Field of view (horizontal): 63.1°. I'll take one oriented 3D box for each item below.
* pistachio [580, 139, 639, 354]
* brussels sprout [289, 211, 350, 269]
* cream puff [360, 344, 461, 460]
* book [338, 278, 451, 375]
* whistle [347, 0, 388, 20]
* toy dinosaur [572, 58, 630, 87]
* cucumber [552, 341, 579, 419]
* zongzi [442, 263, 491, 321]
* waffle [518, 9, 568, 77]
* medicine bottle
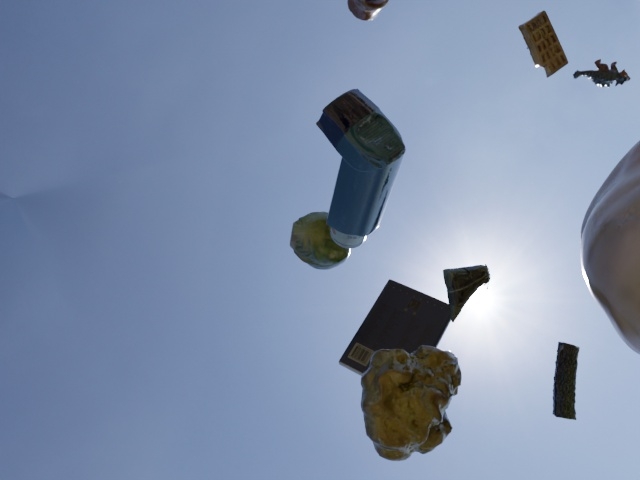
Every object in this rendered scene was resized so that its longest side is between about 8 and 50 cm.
[{"bbox_3d":[0.316,0.022,0.298,0.229,0.321,0.238,-8,-73,-37],"label":"pistachio"},{"bbox_3d":[0.000,0.001,1.237,0.155,0.155,0.118,44,-145,-26],"label":"brussels sprout"},{"bbox_3d":[0.122,0.202,0.661,0.146,0.116,0.146,48,-148,-45],"label":"cream puff"},{"bbox_3d":[0.192,0.234,1.285,0.269,0.190,0.025,-54,-27,-28],"label":"book"},{"bbox_3d":[0.071,-0.261,0.457,0.107,0.220,0.057,-13,-90,-12],"label":"whistle"},{"bbox_3d":[0.648,-0.381,1.200,0.154,0.049,0.055,-2,-113,-14],"label":"toy dinosaur"},{"bbox_3d":[0.606,0.345,1.291,0.058,0.058,0.187,19,-107,-30],"label":"cucumber"},{"bbox_3d":[0.334,0.116,1.165,0.109,0.055,0.119,-8,-89,-13],"label":"zongzi"},{"bbox_3d":[0.498,-0.435,1.162,0.092,0.021,0.135,-36,-77,-24],"label":"waffle"},{"bbox_3d":[0.052,-0.093,0.789,0.079,0.124,0.258,-40,-23,-30],"label":"medicine bottle"}]
